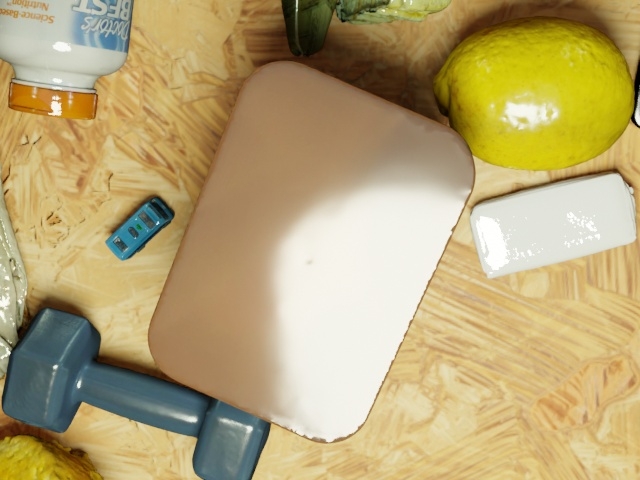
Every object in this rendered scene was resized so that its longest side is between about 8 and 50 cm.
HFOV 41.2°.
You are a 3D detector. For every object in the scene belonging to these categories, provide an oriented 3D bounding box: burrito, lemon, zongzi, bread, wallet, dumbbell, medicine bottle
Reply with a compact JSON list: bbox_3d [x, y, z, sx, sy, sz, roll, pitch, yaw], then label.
[{"bbox_3d":[-0.437,-0.011,1.057,0.117,0.076,0.391,-10,97,7],"label":"burrito"},{"bbox_3d":[0.226,-0.155,0.911,0.208,0.170,0.169,-4,99,2],"label":"lemon"},{"bbox_3d":[0.007,-0.264,0.960,0.113,0.052,0.104,-3,106,36],"label":"zongzi"},{"bbox_3d":[-0.365,0.361,1.012,0.269,0.268,0.145,-27,134,10],"label":"bread"},{"bbox_3d":[0.088,-0.292,0.945,0.110,0.156,0.103,-7,107,-25],"label":"bread"},{"bbox_3d":[0.273,-0.021,0.995,0.190,0.033,0.095,-16,98,10],"label":"wallet"},{"bbox_3d":[-0.214,0.192,1.030,0.316,0.143,0.156,16,101,3],"label":"dumbbell"},{"bbox_3d":[-0.288,-0.285,0.955,0.157,0.157,0.288,9,100,5],"label":"medicine bottle"}]

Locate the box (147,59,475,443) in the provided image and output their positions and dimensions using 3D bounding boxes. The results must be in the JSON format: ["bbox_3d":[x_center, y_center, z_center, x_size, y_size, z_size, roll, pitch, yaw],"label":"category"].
[{"bbox_3d":[0.000,0.000,0.930,0.240,0.229,0.339,24,101,3],"label":"box"}]

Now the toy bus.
[{"bbox_3d":[-0.222,-0.014,1.047,0.083,0.046,0.038,-41,93,12],"label":"toy bus"}]

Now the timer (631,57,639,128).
[{"bbox_3d":[0.428,-0.208,0.938,0.144,0.055,0.187,8,104,7],"label":"timer"}]
